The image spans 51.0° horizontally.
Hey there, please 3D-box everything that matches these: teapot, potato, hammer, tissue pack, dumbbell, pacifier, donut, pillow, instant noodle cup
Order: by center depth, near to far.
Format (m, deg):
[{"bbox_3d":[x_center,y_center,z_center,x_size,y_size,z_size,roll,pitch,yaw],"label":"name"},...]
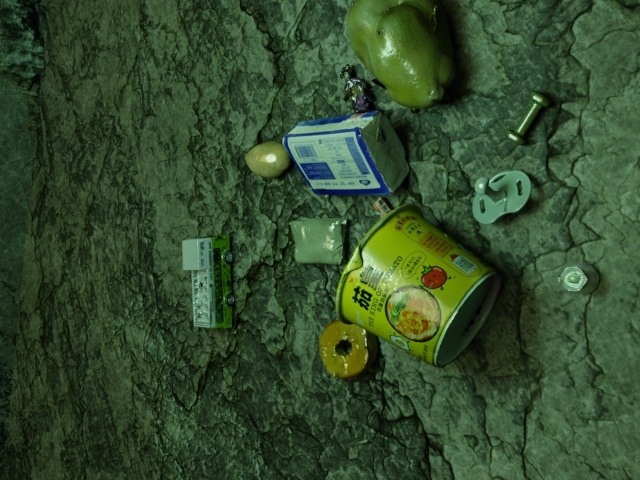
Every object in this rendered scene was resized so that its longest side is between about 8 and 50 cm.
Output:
[{"bbox_3d":[0.520,0.078,1.374,0.083,0.064,0.064,-4,87,43],"label":"teapot"},{"bbox_3d":[0.451,-0.264,1.452,0.052,0.046,0.118,43,117,29],"label":"dumbbell"},{"bbox_3d":[0.384,-0.110,1.472,0.150,0.116,0.127,-23,49,44],"label":"pacifier"},{"bbox_3d":[0.228,0.115,1.500,0.254,0.325,0.326,34,113,28],"label":"instant noodle cup"},{"bbox_3d":[0.200,-0.465,1.586,0.351,0.218,0.202,62,167,19],"label":"potato"},{"bbox_3d":[0.067,-0.221,1.707,0.269,0.209,0.137,2,47,44],"label":"tissue pack"},{"bbox_3d":[0.196,-0.384,1.712,0.178,0.021,0.065,40,116,39],"label":"hammer"},{"bbox_3d":[0.078,0.286,1.792,0.178,0.065,0.162,-11,78,44],"label":"donut"},{"bbox_3d":[0.000,0.000,1.855,0.181,0.077,0.134,1,94,40],"label":"pillow"},{"bbox_3d":[-0.151,-0.237,1.981,0.147,0.112,0.112,-3,88,36],"label":"potato"}]

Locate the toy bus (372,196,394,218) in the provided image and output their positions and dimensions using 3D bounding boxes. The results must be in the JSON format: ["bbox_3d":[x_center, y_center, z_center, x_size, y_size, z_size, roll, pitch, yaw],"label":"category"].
[{"bbox_3d":[0.177,-0.062,1.719,0.043,0.031,0.110,-48,59,24],"label":"toy bus"}]

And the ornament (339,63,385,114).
[{"bbox_3d":[0.095,-0.378,1.776,0.081,0.088,0.203,109,148,-48],"label":"ornament"}]

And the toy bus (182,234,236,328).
[{"bbox_3d":[-0.355,0.133,2.143,0.113,0.139,0.302,-3,89,45],"label":"toy bus"}]
